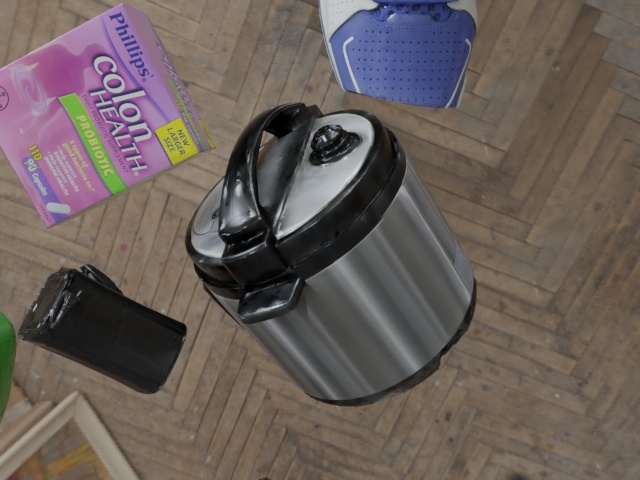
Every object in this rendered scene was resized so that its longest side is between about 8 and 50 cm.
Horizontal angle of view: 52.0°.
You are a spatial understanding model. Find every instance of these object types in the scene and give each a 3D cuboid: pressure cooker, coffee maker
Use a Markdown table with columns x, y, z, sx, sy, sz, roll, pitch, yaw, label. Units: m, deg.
| x | y | z | sx | sy | sz | roll | pitch | yaw | label |
| --- | --- | --- | --- | --- | --- | --- | --- | --- | --- |
| 0.005 | -0.003 | 1.016 | 0.375 | 0.370 | 0.420 | -42 | 121 | -10 | pressure cooker |
| -0.271 | 0.123 | 0.835 | 0.178 | 0.171 | 0.120 | 32 | 89 | -28 | coffee maker |

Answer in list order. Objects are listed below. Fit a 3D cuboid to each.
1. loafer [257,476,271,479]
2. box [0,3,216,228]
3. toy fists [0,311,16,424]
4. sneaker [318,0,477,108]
| x | y | z | sx | sy | sz | roll | pitch | yaw | label |
| --- | --- | --- | --- | --- | --- | --- | --- | --- | --- |
| -0.097 | 0.500 | 1.089 | 0.076 | 0.223 | 0.078 | -33 | 111 | 22 | loafer |
| -0.308 | -0.168 | 0.911 | 0.243 | 0.117 | 0.213 | -25 | 100 | 6 | box |
| -0.201 | 0.087 | 0.198 | 0.143 | 0.279 | 0.096 | -1 | 104 | 5 | toy fists |
| 0.063 | -0.255 | 0.450 | 0.128 | 0.182 | 0.315 | 5 | 98 | 2 | sneaker |
